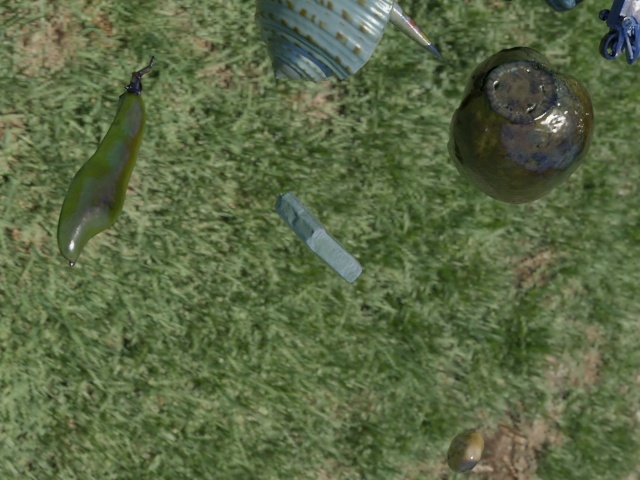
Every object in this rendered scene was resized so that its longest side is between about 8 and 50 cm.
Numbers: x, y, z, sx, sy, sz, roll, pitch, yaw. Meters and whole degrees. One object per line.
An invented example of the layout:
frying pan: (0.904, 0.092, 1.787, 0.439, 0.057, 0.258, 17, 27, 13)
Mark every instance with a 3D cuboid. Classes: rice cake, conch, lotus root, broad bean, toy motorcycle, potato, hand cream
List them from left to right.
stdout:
broad bean: (-0.295, -0.108, 1.277, 0.075, 0.067, 0.325, 65, 34, -57)
conch: (-0.003, -0.275, 1.040, 0.131, 0.172, 0.199, 12, 100, -17)
rice cake: (0.000, 0.000, 1.344, 0.040, 0.085, 0.226, -43, 154, 1)
hand cream: (0.103, -0.243, 1.051, 0.102, 0.035, 0.022, 38, 96, -25)
potato: (0.247, 0.355, 1.547, 0.083, 0.068, 0.062, -12, 68, -45)
lotus root: (0.231, -0.123, 1.063, 0.160, 0.152, 0.275, -40, 164, 4)
toy motorcycle: (0.656, -0.475, 1.929, 0.114, 0.076, 0.205, 3, 114, -29)

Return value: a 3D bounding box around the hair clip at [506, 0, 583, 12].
hair clip: (0.299, -0.492, 1.387, 0.310, 0.206, 0.194, 60, 33, -32)
